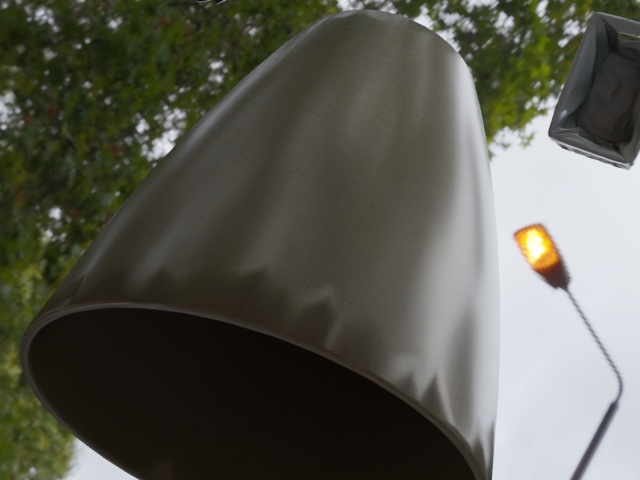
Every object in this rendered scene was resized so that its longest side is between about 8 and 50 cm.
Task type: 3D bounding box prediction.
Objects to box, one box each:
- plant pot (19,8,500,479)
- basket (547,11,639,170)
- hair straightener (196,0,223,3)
[{"bbox_3d":[0.000,0.000,0.634,0.256,0.274,0.256,14,-34,9],"label":"plant pot"},{"bbox_3d":[0.361,-0.178,1.319,0.113,0.103,0.167,22,-91,16],"label":"basket"},{"bbox_3d":[-0.038,-0.285,0.982,0.089,0.230,0.047,74,-6,-48],"label":"hair straightener"}]
